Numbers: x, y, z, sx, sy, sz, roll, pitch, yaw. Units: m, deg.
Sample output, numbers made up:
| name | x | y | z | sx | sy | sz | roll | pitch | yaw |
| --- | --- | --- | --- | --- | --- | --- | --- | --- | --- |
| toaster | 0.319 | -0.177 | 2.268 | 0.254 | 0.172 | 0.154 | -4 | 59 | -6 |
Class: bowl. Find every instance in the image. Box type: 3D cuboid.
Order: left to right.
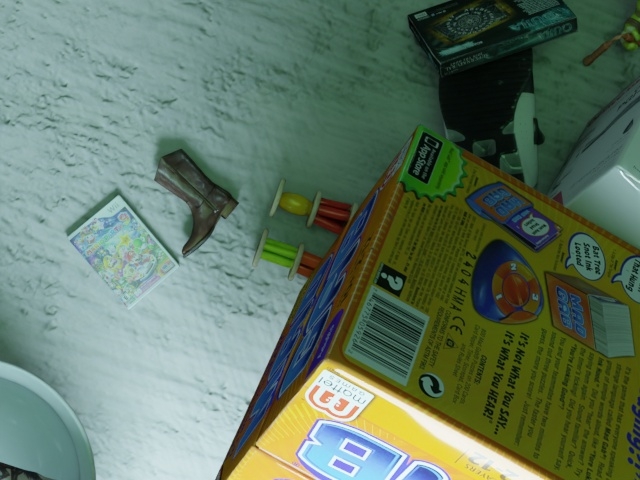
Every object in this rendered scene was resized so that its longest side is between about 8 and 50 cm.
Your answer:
| name | x | y | z | sx | sy | sz | roll | pitch | yaw |
| --- | --- | --- | --- | --- | --- | --- | --- | --- | --- |
| bowl | -0.415 | 0.287 | 1.498 | 0.298 | 0.134 | 0.297 | 0 | 88 | -4 |

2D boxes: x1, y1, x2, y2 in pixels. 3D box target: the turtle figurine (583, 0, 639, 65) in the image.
| name | x | y | z | sx | sy | sz | roll | pitch | yaw |
| --- | --- | --- | --- | --- | --- | --- | --- | --- | --- |
| turtle figurine | 0.469 | -0.323 | 1.590 | 0.217 | 0.269 | 0.087 | 8 | 45 | -22 |

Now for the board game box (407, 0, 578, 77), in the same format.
| name | x | y | z | sx | sy | sz | roll | pitch | yaw |
| --- | --- | --- | --- | --- | --- | --- | --- | --- | --- |
| board game box | 0.220 | -0.279 | 1.582 | 0.186 | 0.126 | 0.026 | -19 | 133 | -3 |

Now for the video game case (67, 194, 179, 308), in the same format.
| name | x | y | z | sx | sy | sz | roll | pitch | yaw |
| --- | --- | --- | --- | --- | --- | --- | --- | --- | --- |
| video game case | -0.253 | 0.015 | 1.582 | 0.087 | 0.011 | 0.122 | -40 | 91 | -5 |

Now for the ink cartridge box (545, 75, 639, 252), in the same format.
| name | x | y | z | sx | sy | sz | roll | pitch | yaw |
| --- | --- | --- | --- | --- | --- | --- | --- | --- | --- |
| ink cartridge box | 0.377 | -0.084 | 1.481 | 0.117 | 0.207 | 0.283 | 39 | 49 | -3 |

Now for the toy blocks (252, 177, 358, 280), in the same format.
| name | x | y | z | sx | sy | sz | roll | pitch | yaw |
| --- | --- | --- | --- | --- | --- | --- | --- | --- | --- |
| toy blocks | 0.000 | 0.000 | 1.581 | 0.148 | 0.054 | 0.123 | 18 | 86 | -4 |

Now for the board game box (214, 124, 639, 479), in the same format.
| name | x | y | z | sx | sy | sz | roll | pitch | yaw |
| --- | --- | --- | --- | --- | --- | --- | --- | --- | --- |
| board game box | 0.140 | 0.172 | 1.359 | 0.356 | 0.356 | 0.356 | 29 | 47 | -5 |

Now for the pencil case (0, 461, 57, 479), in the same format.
| name | x | y | z | sx | sy | sz | roll | pitch | yaw |
| --- | --- | --- | --- | --- | --- | --- | --- | --- | --- |
| pencil case | -0.385 | 0.317 | 1.355 | 0.410 | 0.183 | 0.160 | 20 | 58 | -4 |

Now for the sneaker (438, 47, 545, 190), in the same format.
| name | x | y | z | sx | sy | sz | roll | pitch | yaw |
| --- | --- | --- | --- | --- | --- | --- | --- | --- | --- |
| sneaker | 0.223 | -0.124 | 1.585 | 0.122 | 0.146 | 0.330 | -2 | 64 | 20 |

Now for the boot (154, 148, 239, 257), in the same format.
| name | x | y | z | sx | sy | sz | roll | pitch | yaw |
| --- | --- | --- | --- | --- | --- | --- | --- | --- | --- |
| boot | -0.179 | -0.049 | 1.577 | 0.114 | 0.037 | 0.106 | 42 | 72 | -5 |
